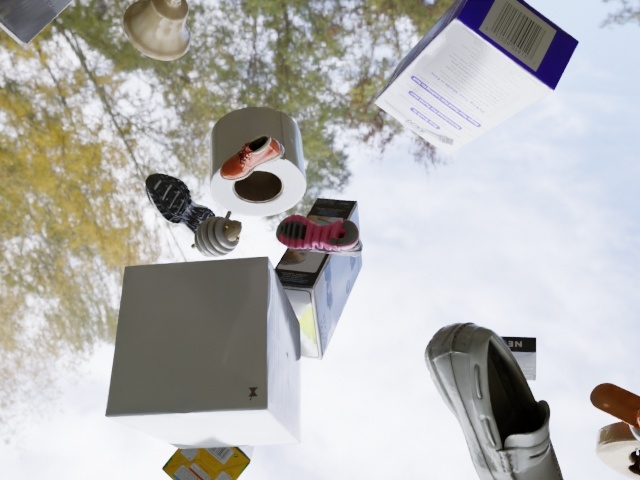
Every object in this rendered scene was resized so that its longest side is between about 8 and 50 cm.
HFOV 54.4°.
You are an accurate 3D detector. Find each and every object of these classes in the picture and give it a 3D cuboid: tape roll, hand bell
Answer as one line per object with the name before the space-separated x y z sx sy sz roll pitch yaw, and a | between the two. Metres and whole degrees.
tape roll | -0.163 -0.199 1.606 0.245 0.246 0.169 -7 -124 -1
hand bell | -0.239 -0.423 1.046 0.126 0.126 0.242 -39 -176 -36

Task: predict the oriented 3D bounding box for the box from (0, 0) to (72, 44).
box | -0.242 -0.270 0.595 0.183 0.056 0.231 -47 -150 -6

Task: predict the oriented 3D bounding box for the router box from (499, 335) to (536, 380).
router box | 0.419 0.279 1.478 0.178 0.133 0.046 -1 -131 17

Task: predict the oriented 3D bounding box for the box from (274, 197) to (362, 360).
box | -0.002 0.064 1.169 0.087 0.169 0.290 6 -146 18

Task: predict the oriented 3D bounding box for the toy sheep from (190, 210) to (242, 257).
toy sheep | -0.207 -0.008 1.240 0.132 0.091 0.091 -25 -154 33

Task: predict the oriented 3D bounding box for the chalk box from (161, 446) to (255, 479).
chalk box | -0.228 0.453 1.317 0.132 0.213 0.132 40 -99 4

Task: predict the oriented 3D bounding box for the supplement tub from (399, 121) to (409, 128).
supplement tub | 0.263 -0.308 1.467 0.116 0.117 0.190 -16 -160 -13

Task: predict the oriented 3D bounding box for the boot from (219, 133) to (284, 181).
boot | -0.165 -0.188 1.386 0.157 0.084 0.059 -28 -106 10

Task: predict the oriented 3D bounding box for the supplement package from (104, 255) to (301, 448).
supplement package | -0.142 0.169 0.871 0.199 0.263 0.198 -4 -117 6

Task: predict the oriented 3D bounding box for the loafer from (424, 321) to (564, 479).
loafer | 0.250 0.249 0.815 0.112 0.320 0.111 -40 -166 -33

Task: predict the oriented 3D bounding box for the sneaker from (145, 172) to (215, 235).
sneaker | -0.371 -0.090 1.570 0.107 0.271 0.100 24 -103 23

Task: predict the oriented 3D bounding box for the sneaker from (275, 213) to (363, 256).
sneaker | 0.000 0.000 0.778 0.119 0.057 0.047 9 -108 29

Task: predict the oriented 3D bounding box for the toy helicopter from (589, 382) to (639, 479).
toy helicopter | 0.540 0.277 0.854 0.235 0.355 0.140 38 -126 -14

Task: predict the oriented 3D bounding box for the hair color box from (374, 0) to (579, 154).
hair color box | 0.243 -0.278 1.053 0.185 0.339 0.110 33 -107 -9
